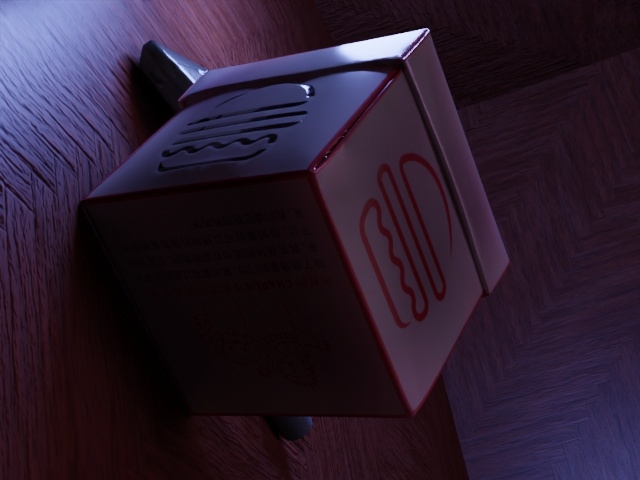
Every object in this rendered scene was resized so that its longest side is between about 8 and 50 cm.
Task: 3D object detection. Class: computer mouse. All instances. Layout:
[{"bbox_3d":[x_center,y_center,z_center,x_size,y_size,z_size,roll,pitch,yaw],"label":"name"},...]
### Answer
[{"bbox_3d":[-0.135,-0.174,1.653,0.197,0.095,0.331,46,0,25],"label":"computer mouse"}]

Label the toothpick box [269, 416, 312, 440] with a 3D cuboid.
[{"bbox_3d":[-0.049,0.233,1.645,0.052,0.052,0.083,-97,166,-49],"label":"toothpick box"}]

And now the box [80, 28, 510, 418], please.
[{"bbox_3d":[-0.017,-0.012,1.298,0.300,0.314,0.312,-52,127,-46],"label":"box"}]
